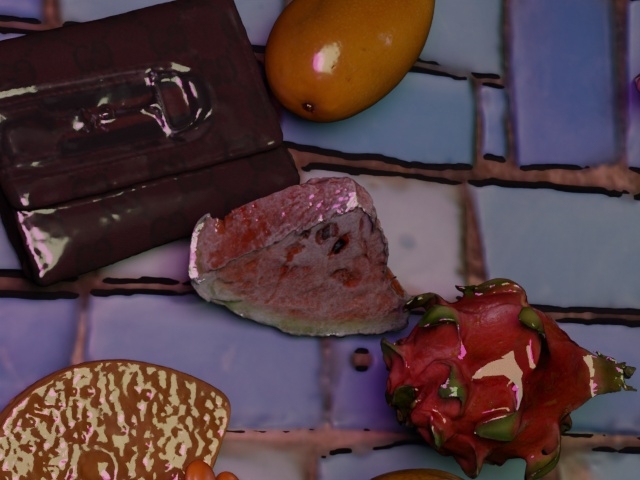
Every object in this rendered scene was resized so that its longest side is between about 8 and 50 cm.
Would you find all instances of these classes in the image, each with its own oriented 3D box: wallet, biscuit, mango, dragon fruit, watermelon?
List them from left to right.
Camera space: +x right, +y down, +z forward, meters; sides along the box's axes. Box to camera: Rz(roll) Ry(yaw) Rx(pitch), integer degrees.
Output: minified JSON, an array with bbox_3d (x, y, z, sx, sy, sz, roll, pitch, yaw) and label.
[{"bbox_3d":[-0.160,0.158,1.349,0.220,0.029,0.142,-37,95,-25],"label":"biscuit"},{"bbox_3d":[-0.136,-0.080,1.407,0.229,0.049,0.182,-18,82,-27],"label":"wallet"},{"bbox_3d":[0.000,0.000,1.406,0.187,0.139,0.071,14,46,-29],"label":"watermelon"},{"bbox_3d":[0.027,-0.160,1.476,0.102,0.085,0.184,45,54,-7],"label":"mango"},{"bbox_3d":[0.151,0.103,1.431,0.236,0.137,0.135,10,107,-29],"label":"dragon fruit"}]

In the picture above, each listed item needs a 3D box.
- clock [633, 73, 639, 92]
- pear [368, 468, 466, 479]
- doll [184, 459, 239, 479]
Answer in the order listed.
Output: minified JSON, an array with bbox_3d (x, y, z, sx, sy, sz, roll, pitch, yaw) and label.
[{"bbox_3d":[0.376,-0.101,1.596,0.194,0.100,0.195,-35,93,-27],"label":"clock"},{"bbox_3d":[0.076,0.219,1.380,0.141,0.141,0.104,53,28,-3],"label":"pear"},{"bbox_3d":[-0.074,0.262,1.317,0.143,0.135,0.221,28,58,-59],"label":"doll"}]
